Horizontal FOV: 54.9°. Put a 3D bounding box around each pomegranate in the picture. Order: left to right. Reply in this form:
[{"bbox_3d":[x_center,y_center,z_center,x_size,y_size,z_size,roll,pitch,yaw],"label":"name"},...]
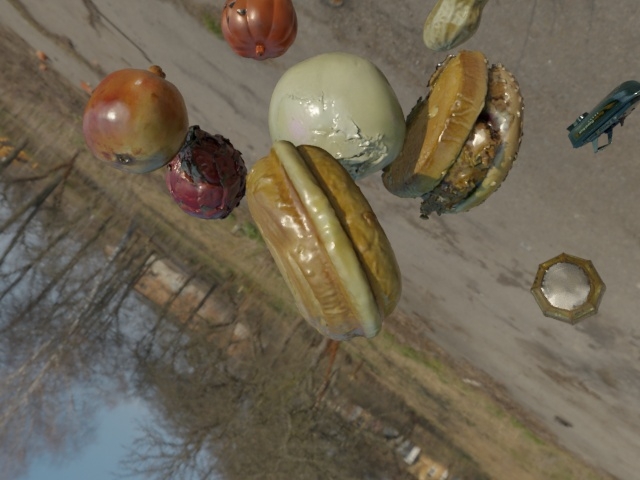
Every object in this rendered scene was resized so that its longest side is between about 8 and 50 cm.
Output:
[{"bbox_3d":[-0.438,-0.302,1.484,0.229,0.270,0.252,26,151,-35],"label":"pomegranate"}]

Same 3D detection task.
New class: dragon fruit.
[{"bbox_3d":[-0.338,-0.197,1.813,0.244,0.244,0.298,24,140,50],"label":"dragon fruit"}]

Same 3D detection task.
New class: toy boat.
[{"bbox_3d":[0.710,-0.304,1.501,0.103,0.093,0.246,57,152,13],"label":"toy boat"}]

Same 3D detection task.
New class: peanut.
[{"bbox_3d":[0.422,-0.699,1.835,0.152,0.313,0.152,20,-145,-14],"label":"peanut"}]

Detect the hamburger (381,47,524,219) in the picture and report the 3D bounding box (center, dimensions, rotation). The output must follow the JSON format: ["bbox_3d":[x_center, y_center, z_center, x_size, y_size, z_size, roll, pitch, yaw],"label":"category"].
[{"bbox_3d":[0.346,-0.209,1.545,0.268,0.287,0.445,17,134,-16],"label":"hamburger"}]

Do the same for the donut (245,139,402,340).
[{"bbox_3d":[0.000,0.000,1.195,0.448,0.198,0.449,63,175,10],"label":"donut"}]

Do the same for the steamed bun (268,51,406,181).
[{"bbox_3d":[0.013,-0.272,1.441,0.334,0.233,0.312,-25,100,30],"label":"steamed bun"}]

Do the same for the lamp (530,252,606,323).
[{"bbox_3d":[0.565,0.113,1.406,0.161,0.161,0.185,31,-174,27],"label":"lamp"}]

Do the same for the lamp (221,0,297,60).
[{"bbox_3d":[-0.147,-0.519,1.493,0.188,0.163,0.187,-2,165,0],"label":"lamp"}]
